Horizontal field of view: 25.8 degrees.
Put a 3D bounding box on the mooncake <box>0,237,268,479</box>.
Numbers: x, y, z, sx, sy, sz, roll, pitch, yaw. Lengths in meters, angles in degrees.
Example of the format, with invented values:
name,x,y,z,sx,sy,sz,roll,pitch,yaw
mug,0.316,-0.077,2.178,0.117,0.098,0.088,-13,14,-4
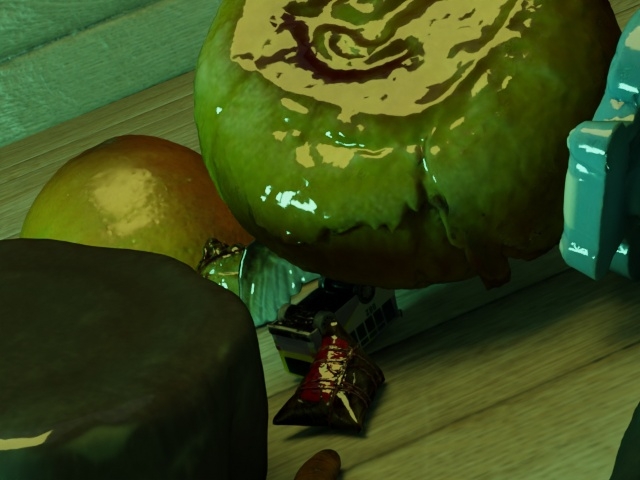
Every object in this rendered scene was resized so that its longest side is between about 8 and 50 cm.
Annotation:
name,x,y,z,sx,sy,sz,roll,pitch,yaw
mooncake,-0.183,0.115,0.868,0.306,0.154,0.306,-3,20,1

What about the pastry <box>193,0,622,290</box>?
name,x,y,z,sx,sy,sz,roll,pitch,yaw
pastry,0.068,-0.121,1.079,0.356,0.164,0.356,-9,59,16

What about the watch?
name,x,y,z,sx,sy,sz,roll,pitch,yaw
watch,0.278,-0.043,0.926,0.193,0.211,0.211,14,31,25

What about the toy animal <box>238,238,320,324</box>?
name,x,y,z,sx,sy,sz,roll,pitch,yaw
toy animal,0.060,-0.056,1.210,0.272,0.197,0.160,-25,18,-30

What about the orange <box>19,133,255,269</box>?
name,x,y,z,sx,sy,sz,roll,pitch,yaw
orange,-0.190,0.014,1.464,0.274,0.274,0.310,-24,47,-9

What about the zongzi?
name,x,y,z,sx,sy,sz,roll,pitch,yaw
zongzi,0.016,0.109,0.966,0.083,0.067,0.073,-47,36,-19

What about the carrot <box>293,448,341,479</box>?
name,x,y,z,sx,sy,sz,roll,pitch,yaw
carrot,-0.007,0.160,0.830,0.035,0.036,0.165,-16,14,17

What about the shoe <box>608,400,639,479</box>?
name,x,y,z,sx,sy,sz,roll,pitch,yaw
shoe,0.151,0.132,0.454,0.384,0.171,0.237,-20,22,0

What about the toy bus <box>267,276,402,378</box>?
name,x,y,z,sx,sy,sz,roll,pitch,yaw
toy bus,0.014,0.062,1.084,0.052,0.058,0.102,9,36,43

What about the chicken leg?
name,x,y,z,sx,sy,sz,roll,pitch,yaw
chicken leg,-0.119,0.053,1.287,0.178,0.070,0.093,-31,40,12
